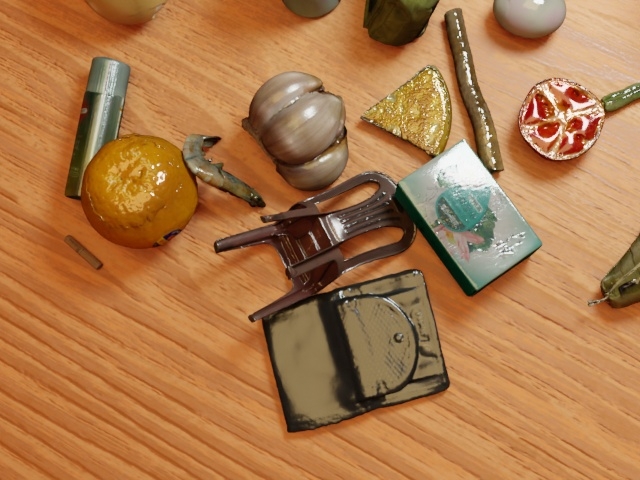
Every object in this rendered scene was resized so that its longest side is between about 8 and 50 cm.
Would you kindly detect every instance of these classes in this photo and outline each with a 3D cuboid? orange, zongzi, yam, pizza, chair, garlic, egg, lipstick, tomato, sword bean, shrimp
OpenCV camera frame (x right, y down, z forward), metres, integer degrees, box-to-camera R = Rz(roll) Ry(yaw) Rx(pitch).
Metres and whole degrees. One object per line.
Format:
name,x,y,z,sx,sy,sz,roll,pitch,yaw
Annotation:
orange,-0.341,-0.092,1.563,0.219,0.193,0.219,0,94,-1
zongzi,0.554,0.026,1.485,0.189,0.081,0.178,-23,59,19
yam,0.288,-0.284,1.561,0.045,0.045,0.327,-10,81,-15
pizza,0.168,-0.231,1.578,0.176,0.036,0.185,-15,84,9
chair,0.000,0.000,1.540,0.326,0.183,0.175,-18,77,-39
garlic,-0.037,-0.208,1.545,0.191,0.160,0.214,-34,77,9
egg,0.387,-0.429,1.530,0.135,0.103,0.103,16,86,12
lipstick,-0.477,0.024,1.658,0.094,0.019,0.019,39,91,11
egg,-0.394,-0.549,1.606,0.201,0.244,0.201,-10,51,13
tomato,0.437,-0.214,1.516,0.155,0.069,0.155,-1,82,6
sword bean,0.643,-0.287,1.510,0.269,0.038,0.043,-16,57,7
shrimp,-0.184,-0.143,1.603,0.195,0.148,0.035,30,119,-29

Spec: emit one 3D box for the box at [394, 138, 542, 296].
box,0.265,-0.040,1.503,0.153,0.092,0.245,-35,80,-7

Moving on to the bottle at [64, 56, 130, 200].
bottle,-0.444,-0.220,1.648,0.082,0.082,0.286,9,85,10

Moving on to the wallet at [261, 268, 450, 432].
wallet,0.064,0.207,1.546,0.323,0.041,0.247,-15,80,9

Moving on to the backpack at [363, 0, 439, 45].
backpack,0.167,-0.500,1.527,0.140,0.207,0.253,11,76,-12

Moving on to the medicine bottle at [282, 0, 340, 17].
medicine bottle,-0.032,-0.518,1.544,0.139,0.225,0.139,-1,85,10
